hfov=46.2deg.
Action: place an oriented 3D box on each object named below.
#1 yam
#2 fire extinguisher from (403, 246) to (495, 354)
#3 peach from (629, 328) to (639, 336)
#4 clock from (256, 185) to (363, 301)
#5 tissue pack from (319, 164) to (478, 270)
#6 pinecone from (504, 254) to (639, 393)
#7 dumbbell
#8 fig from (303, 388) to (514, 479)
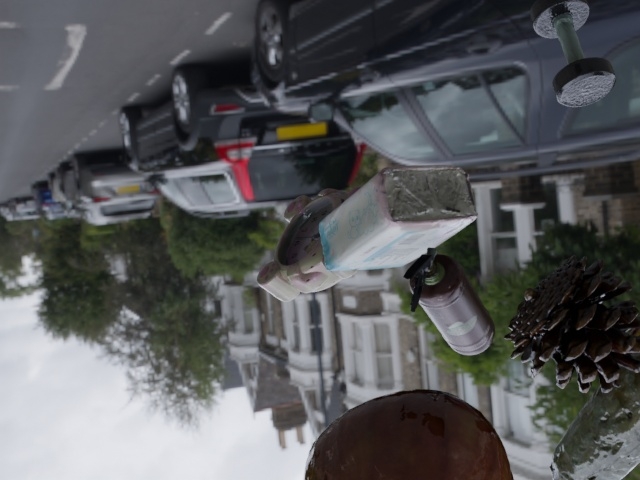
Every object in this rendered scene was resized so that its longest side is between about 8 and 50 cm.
[{"bbox_3d":[0.478,0.292,1.184,0.133,0.330,0.133,19,-148,-13],"label":"yam"},{"bbox_3d":[0.227,0.117,1.383,0.102,0.138,0.344,8,154,33],"label":"fire extinguisher"},{"bbox_3d":[0.677,0.207,1.449,0.127,0.092,0.172,40,152,-23],"label":"peach"},{"bbox_3d":[0.000,0.000,1.822,0.114,0.284,0.309,38,146,-25],"label":"clock"},{"bbox_3d":[0.136,-0.036,1.405,0.201,0.124,0.271,-7,164,-29],"label":"tissue pack"},{"bbox_3d":[0.377,0.130,1.094,0.208,0.207,0.208,-5,-177,0],"label":"pinecone"},{"bbox_3d":[0.431,-0.332,1.289,0.100,0.191,0.100,-8,156,-4],"label":"dumbbell"},{"bbox_3d":[0.081,0.232,0.648,0.205,0.205,0.205,-5,-177,0],"label":"fig"}]
